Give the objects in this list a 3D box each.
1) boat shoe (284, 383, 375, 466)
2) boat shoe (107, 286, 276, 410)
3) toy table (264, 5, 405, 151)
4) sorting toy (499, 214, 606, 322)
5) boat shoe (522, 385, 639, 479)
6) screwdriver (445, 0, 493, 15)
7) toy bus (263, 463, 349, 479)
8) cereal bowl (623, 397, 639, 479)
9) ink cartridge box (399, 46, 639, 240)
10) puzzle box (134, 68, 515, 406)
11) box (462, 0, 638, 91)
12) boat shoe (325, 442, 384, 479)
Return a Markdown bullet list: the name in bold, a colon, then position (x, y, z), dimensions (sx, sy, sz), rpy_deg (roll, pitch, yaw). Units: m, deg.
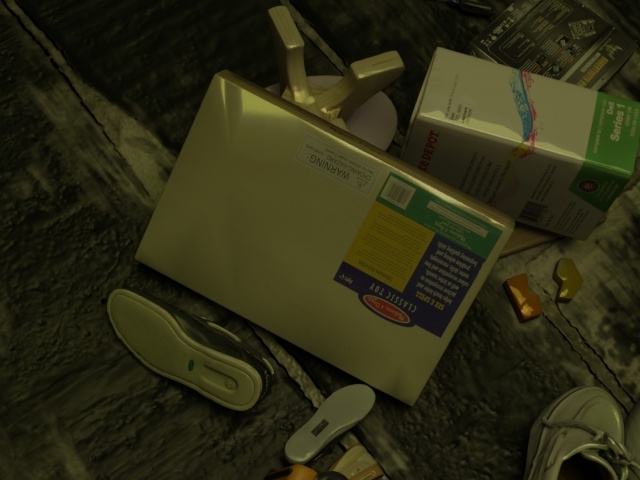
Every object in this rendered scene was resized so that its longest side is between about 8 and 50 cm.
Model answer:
- **boat shoe**: position (0.009, 0.231, 1.418), dimensions (0.142, 0.040, 0.049), rpy_deg (-36, 67, -23)
- **boat shoe**: position (-0.164, 0.130, 1.428), dimensions (0.233, 0.084, 0.079), rpy_deg (30, 26, 12)
- **toy table**: position (-0.015, -0.173, 1.535), dimensions (0.274, 0.161, 0.252), rpy_deg (-31, 74, -20)
- **sorting toy**: position (0.286, -0.050, 1.594), dimensions (0.229, 0.041, 0.307), rpy_deg (-17, 69, -16)
- **boat shoe**: position (0.311, 0.274, 1.326), dimensions (0.136, 0.156, 0.367), rpy_deg (49, 42, -1)
- **screwdriver**: position (0.180, -0.371, 1.740), dimensions (0.170, 0.024, 0.025), rpy_deg (16, 34, 5)
- **toy bus**: position (0.075, 0.377, 1.284), dimensions (0.333, 0.108, 0.130), rpy_deg (30, 64, -12)
- **cereal bowl**: position (0.554, 0.292, 1.430), dimensions (0.339, 0.141, 0.339), rpy_deg (4, 65, -7)
- **ink cartridge box**: position (0.252, -0.122, 1.494), dimensions (0.278, 0.201, 0.117), rpy_deg (16, 66, 2)
- **puzzle box**: position (0.000, 0.000, 1.420), dimensions (0.409, 0.272, 0.052), rpy_deg (28, 20, 3)
- **box**: position (0.335, -0.271, 1.673), dimensions (0.183, 0.056, 0.231), rpy_deg (39, 54, 8)
- **boat shoe**: position (0.011, 0.317, 1.366), dimensions (0.059, 0.063, 0.170), rpy_deg (40, 65, 16)
